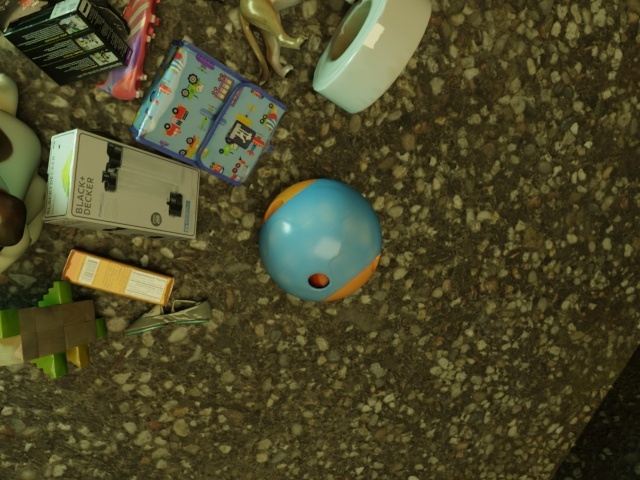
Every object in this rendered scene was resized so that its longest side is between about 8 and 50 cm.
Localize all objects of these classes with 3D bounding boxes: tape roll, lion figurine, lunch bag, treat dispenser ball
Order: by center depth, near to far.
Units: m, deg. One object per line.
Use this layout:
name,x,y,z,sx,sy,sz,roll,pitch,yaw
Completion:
lion figurine,-0.064,-0.542,0.979,0.392,0.142,0.240,-44,92,7
tape roll,0.100,-0.417,0.992,0.100,0.286,0.286,27,98,-23
lunch bag,-0.233,-0.266,1.045,0.293,0.138,0.220,24,99,-34
treat dispenser ball,0.000,0.000,1.094,0.288,0.288,0.288,-5,109,-15

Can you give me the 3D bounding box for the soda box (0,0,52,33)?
soda box,-0.553,-0.464,0.905,0.169,0.060,0.053,-39,112,0

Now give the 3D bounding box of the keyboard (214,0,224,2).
keyboard,-0.196,-0.655,0.941,0.202,0.033,0.317,5,116,-20

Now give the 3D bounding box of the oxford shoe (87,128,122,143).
oxford shoe,-0.438,-0.139,1.026,0.083,0.096,0.227,-29,111,-3

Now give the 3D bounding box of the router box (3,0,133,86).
router box,-0.476,-0.373,0.888,0.179,0.046,0.133,-7,151,19

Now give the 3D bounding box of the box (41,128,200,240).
box,-0.388,-0.097,0.949,0.290,0.087,0.169,15,76,-55

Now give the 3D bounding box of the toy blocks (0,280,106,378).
toy blocks,-0.658,0.197,0.959,0.261,0.381,0.190,-8,86,-2

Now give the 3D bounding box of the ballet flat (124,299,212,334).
ballet flat,-0.382,0.187,1.174,0.213,0.072,0.068,-7,82,-15

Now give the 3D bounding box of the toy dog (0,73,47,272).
toy dog,-0.613,-0.078,0.812,0.285,0.408,0.395,34,96,-31

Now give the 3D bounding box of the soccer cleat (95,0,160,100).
soccer cleat,-0.394,-0.414,0.960,0.095,0.083,0.247,13,106,-15

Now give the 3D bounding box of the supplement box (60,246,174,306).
supplement box,-0.468,0.086,1.095,0.234,0.078,0.080,22,86,-22

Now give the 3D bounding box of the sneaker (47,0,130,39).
sneaker,-0.456,-0.432,0.884,0.170,0.051,0.089,-1,129,-5
